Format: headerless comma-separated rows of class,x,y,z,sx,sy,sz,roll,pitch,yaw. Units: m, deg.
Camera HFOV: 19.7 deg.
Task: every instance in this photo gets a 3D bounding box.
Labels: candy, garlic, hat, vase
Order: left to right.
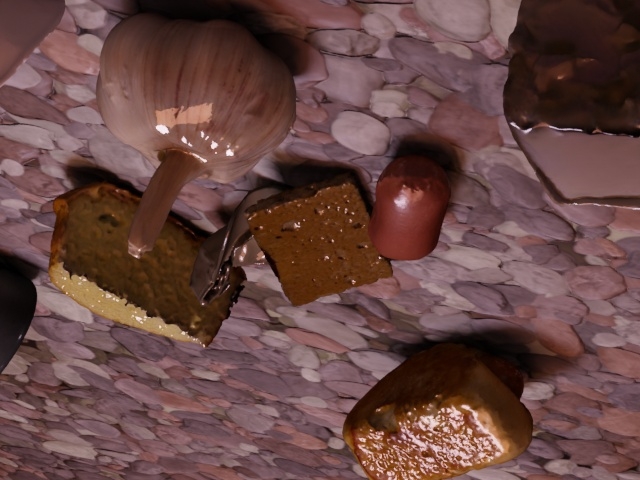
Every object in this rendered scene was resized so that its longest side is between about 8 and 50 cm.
vase,-0.546,0.056,2.406,0.321,0.173,0.173,31,153,-22
hat,-0.344,-0.203,1.700,0.203,0.203,0.126,-11,126,47
garlic,-0.135,-0.091,1.718,0.199,0.226,0.199,17,161,6
hat,-0.075,-0.012,2.073,0.147,0.085,0.175,-14,143,-22
candy,0.260,-0.114,1.520,0.185,0.137,0.195,4,156,27

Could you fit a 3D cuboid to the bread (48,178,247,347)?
bread,-0.227,0.028,2.171,0.260,0.129,0.134,30,160,-28

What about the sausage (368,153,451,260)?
sausage,0.091,-0.031,1.899,0.077,0.077,0.194,14,157,4

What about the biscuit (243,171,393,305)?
biscuit,0.000,0.000,2.024,0.131,0.025,0.231,-18,150,3

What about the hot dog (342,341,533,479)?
hot dog,0.160,0.214,2.302,0.256,0.153,0.150,-22,108,41
